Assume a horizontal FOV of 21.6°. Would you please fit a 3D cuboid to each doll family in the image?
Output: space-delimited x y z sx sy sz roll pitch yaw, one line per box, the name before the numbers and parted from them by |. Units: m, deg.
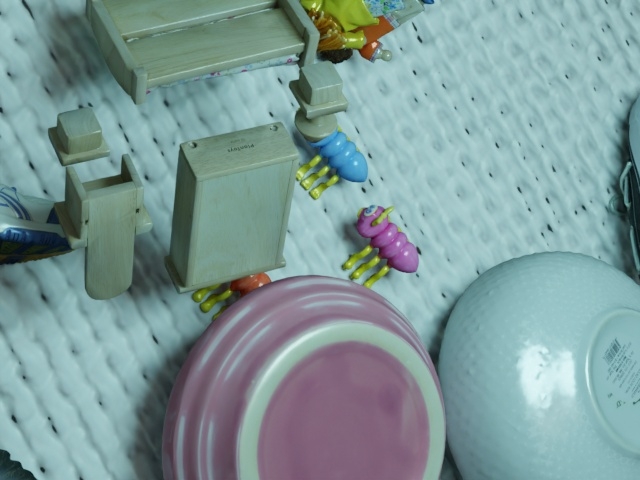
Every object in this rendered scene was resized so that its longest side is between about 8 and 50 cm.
doll family | -0.007 -0.294 1.806 0.263 0.163 0.118 56 14 -8

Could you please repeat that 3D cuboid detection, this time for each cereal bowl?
cereal bowl | 0.297 0.168 1.861 0.339 0.141 0.339 12 71 -37

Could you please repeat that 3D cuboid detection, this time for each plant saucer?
plant saucer | 0.003 0.202 1.688 0.332 0.084 0.332 -1 92 -33

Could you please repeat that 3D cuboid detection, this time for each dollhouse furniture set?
dollhouse furniture set | -0.162 -0.137 1.683 0.303 0.174 0.355 -14 53 -21

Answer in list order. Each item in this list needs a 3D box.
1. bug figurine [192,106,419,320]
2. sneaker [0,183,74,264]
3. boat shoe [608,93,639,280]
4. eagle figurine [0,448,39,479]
bug figurine | 0.000 0.000 1.784 0.216 0.072 0.279 45 59 -15
sneaker | -0.354 -0.054 1.559 0.296 0.112 0.131 9 69 -33
boat shoe | 0.414 -0.059 2.033 0.113 0.105 0.306 14 47 -17
eagle figurine | -0.371 0.229 1.462 0.226 0.225 0.298 -20 126 5
